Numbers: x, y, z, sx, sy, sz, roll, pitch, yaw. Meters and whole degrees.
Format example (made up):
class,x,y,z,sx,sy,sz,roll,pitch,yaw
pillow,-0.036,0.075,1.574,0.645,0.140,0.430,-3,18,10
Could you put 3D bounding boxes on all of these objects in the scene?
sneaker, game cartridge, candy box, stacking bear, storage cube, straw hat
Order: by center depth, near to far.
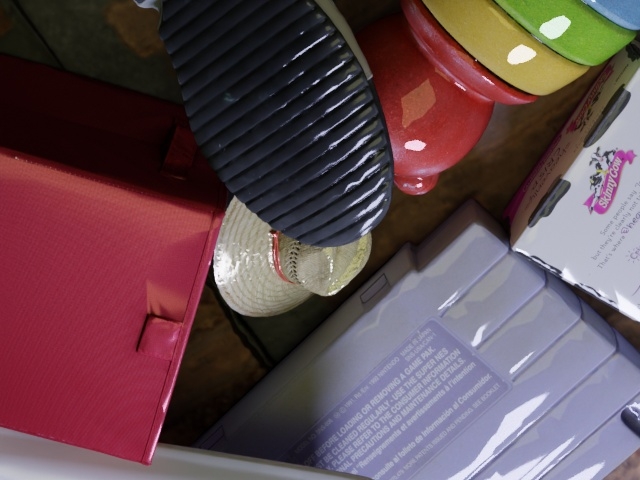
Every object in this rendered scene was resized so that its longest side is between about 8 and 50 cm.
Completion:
class,x,y,z,sx,sy,sz,roll,pitch,yaw
sneaker,-0.043,-0.156,1.036,0.122,0.146,0.330,-28,96,25
stacking bear,0.119,-0.158,1.050,0.175,0.164,0.289,40,113,-9
storage cube,-0.173,0.008,1.098,0.193,0.183,0.215,16,112,-6
straw hat,0.000,0.000,1.122,0.144,0.061,0.144,-26,132,-34
candy box,0.266,-0.013,1.151,0.233,0.071,0.159,30,110,-12
game cartridge,0.060,0.157,1.230,0.230,0.068,0.355,43,106,-12

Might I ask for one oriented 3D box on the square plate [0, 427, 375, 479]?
class,x,y,z,sx,sy,sz,roll,pitch,yaw
square plate,-0.151,0.272,1.209,0.347,0.049,0.344,9,130,-1
